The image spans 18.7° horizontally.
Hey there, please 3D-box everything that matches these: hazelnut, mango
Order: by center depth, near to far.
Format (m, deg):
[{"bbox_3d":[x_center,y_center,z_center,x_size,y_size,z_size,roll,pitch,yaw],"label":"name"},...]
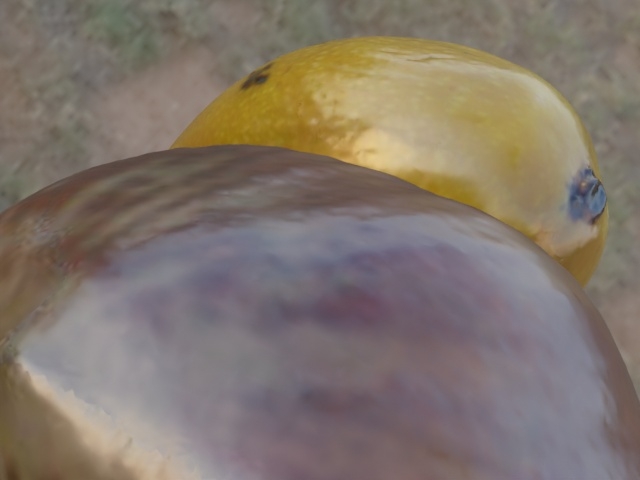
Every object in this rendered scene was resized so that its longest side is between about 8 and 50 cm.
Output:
[{"bbox_3d":[-0.007,0.066,0.530,0.181,0.181,0.212,-20,40,-32],"label":"hazelnut"},{"bbox_3d":[0.003,-0.004,0.798,0.157,0.262,0.109,50,48,-28],"label":"mango"}]
